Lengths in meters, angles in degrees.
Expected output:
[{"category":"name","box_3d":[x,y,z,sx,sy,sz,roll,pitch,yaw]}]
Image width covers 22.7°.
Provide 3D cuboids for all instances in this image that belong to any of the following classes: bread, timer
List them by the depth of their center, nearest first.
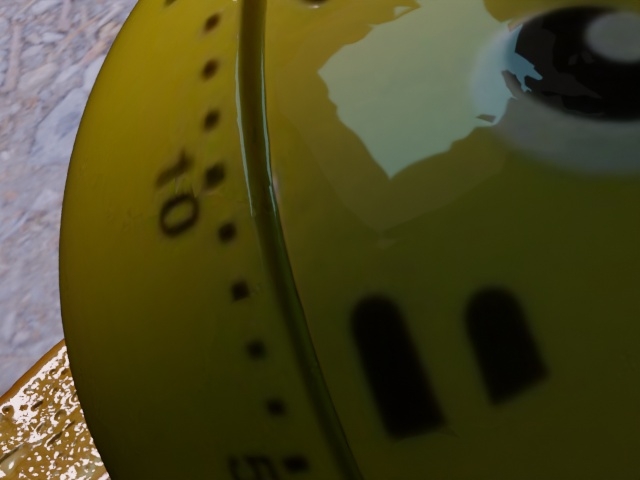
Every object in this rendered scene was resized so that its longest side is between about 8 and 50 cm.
[{"category":"timer","box_3d":[0.107,-0.008,0.568,0.387,0.376,0.376,-19,37,30]},{"category":"bread","box_3d":[-0.138,0.133,0.795,0.200,0.077,0.116,-43,38,-20]}]
